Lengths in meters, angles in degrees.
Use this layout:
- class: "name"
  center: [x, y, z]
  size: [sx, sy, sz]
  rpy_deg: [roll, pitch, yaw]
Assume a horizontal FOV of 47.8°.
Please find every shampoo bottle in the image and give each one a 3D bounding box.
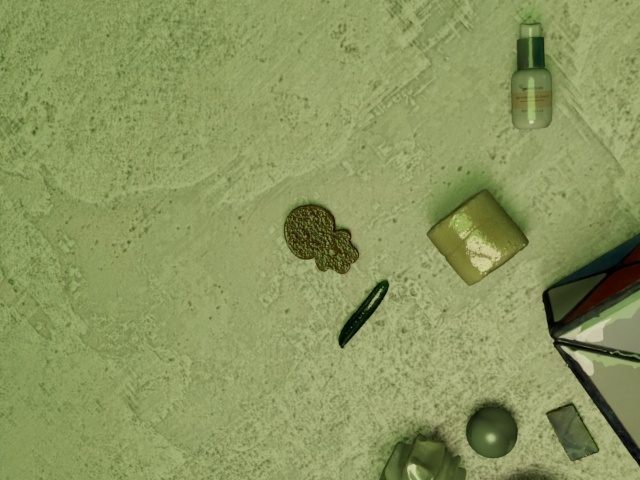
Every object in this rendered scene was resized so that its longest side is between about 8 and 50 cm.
- class: "shampoo bottle"
  center: [0.388, -0.302, 1.328]
  size: [0.074, 0.074, 0.192]
  rpy_deg: [0, 101, 16]

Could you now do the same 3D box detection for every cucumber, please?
- class: "cucumber"
  center: [0.088, 0.157, 1.534]
  size: [0.033, 0.036, 0.184]
  rpy_deg: [42, 108, 14]

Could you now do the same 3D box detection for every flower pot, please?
- class: "flower pot"
  center: [0.291, 0.568, 1.481]
  size: [0.368, 0.164, 0.254]
  rpy_deg: [19, 118, 11]

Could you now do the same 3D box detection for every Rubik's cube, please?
- class: "Rubik's cube"
  center: [0.597, 0.170, 1.245]
  size: [0.305, 0.307, 0.310]
  rpy_deg: [-35, 92, 18]

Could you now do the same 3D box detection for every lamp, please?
- class: "lamp"
  center: [0.349, 0.392, 1.474]
  size: [0.105, 0.105, 0.105]
  rpy_deg: [3, 103, 15]

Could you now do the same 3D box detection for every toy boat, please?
- class: "toy boat"
  center: [0.513, 0.392, 1.472]
  size: [0.063, 0.016, 0.115]
  rpy_deg: [-28, 92, 20]

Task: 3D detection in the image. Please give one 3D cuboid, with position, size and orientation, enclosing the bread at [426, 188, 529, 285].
- class: "bread"
  center: [0.300, -0.005, 1.387]
  size: [0.141, 0.134, 0.148]
  rpy_deg: [50, 123, 2]

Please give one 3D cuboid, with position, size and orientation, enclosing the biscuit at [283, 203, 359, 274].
- class: "biscuit"
  center: [0.000, 0.000, 1.530]
  size: [0.175, 0.026, 0.124]
  rpy_deg: [39, 110, 5]
